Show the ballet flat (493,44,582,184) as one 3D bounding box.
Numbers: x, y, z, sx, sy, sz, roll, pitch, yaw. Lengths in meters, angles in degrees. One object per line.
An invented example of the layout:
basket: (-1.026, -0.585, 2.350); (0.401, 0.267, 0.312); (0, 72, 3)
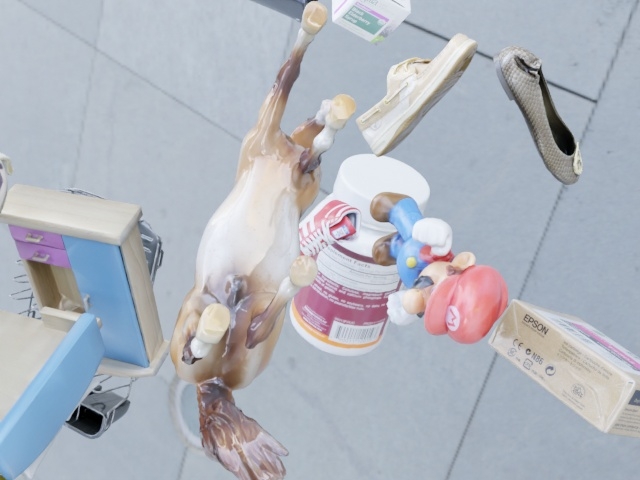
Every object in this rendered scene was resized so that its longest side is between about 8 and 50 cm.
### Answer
ballet flat: (0.314, -0.172, 1.231); (0.058, 0.250, 0.084); (-19, 38, 28)

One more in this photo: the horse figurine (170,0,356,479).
horse figurine: (-0.031, 0.005, 0.479); (0.174, 0.066, 0.263); (124, 161, -64)

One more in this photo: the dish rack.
dish rack: (-0.300, 0.079, 1.096); (0.208, 0.074, 0.272); (21, 105, 22)

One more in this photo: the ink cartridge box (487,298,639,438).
ink cartridge box: (0.395, 0.189, 1.311); (0.234, 0.193, 0.088); (38, 106, 45)

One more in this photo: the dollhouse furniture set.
dollhouse furniture set: (-0.318, 0.116, 0.816); (0.286, 0.303, 0.198); (10, 132, 15)

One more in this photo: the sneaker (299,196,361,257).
sneaker: (0.000, 0.000, 1.051); (0.118, 0.042, 0.067); (-51, 36, -15)

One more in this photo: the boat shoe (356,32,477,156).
boat shoe: (0.092, -0.158, 0.927); (0.059, 0.063, 0.170); (49, 129, 7)

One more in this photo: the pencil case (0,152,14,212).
pencil case: (-0.381, -0.140, 0.614); (0.160, 0.183, 0.410); (28, 156, 37)

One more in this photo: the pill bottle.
pill bottle: (0.082, 0.032, 1.881); (0.224, 0.224, 0.392); (42, 131, 32)

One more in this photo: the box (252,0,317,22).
box: (-0.059, -0.397, 1.186); (0.155, 0.093, 0.158); (22, 87, 2)

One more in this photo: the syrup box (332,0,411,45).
syrup box: (0.081, -0.446, 1.468); (0.096, 0.093, 0.237); (-38, 40, 44)

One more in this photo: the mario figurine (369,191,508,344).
mario figurine: (0.141, 0.046, 1.329); (0.170, 0.198, 0.320); (-45, 33, 5)
